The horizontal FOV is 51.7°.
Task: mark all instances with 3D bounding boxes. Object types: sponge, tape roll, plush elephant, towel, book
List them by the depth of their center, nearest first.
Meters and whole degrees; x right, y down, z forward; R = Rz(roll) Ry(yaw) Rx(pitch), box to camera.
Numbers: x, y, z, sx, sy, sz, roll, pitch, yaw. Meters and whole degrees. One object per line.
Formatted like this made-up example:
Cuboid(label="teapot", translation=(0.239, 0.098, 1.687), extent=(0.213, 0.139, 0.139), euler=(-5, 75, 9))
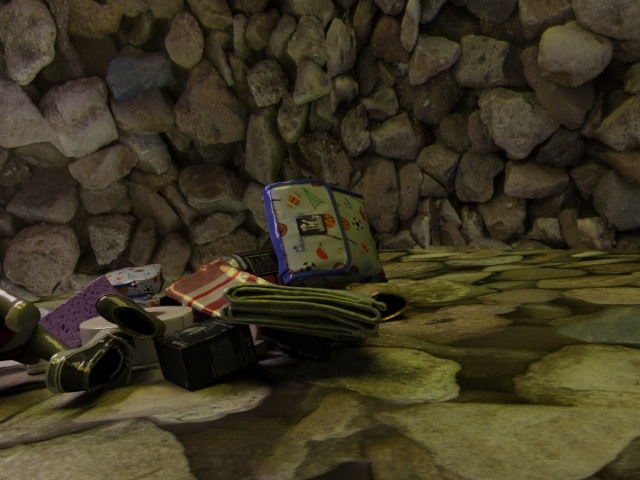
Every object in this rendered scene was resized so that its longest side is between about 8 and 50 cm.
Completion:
Cuboid(label="plush elephant", translation=(-0.740, 0.226, 1.400), extent=(0.329, 0.255, 0.272), euler=(29, -29, 19))
Cuboid(label="towel", translation=(-0.046, 0.138, 1.406), extent=(0.320, 0.090, 0.374), euler=(8, -5, -5))
Cuboid(label="book", translation=(-0.204, 0.256, 1.530), extent=(0.096, 0.035, 0.144), euler=(-15, 8, -42))
Cuboid(label="tape roll", translation=(-0.461, 0.240, 1.688), extent=(0.286, 0.100, 0.286), euler=(-6, 2, 0))
Cuboid(label="sponge", translation=(-0.647, 0.201, 1.814), extent=(0.210, 0.117, 0.031), euler=(-36, 3, -3))
Cuboid(label="towel", translation=(-0.229, 0.155, 1.828), extent=(0.328, 0.037, 0.237), euler=(21, 29, 22))

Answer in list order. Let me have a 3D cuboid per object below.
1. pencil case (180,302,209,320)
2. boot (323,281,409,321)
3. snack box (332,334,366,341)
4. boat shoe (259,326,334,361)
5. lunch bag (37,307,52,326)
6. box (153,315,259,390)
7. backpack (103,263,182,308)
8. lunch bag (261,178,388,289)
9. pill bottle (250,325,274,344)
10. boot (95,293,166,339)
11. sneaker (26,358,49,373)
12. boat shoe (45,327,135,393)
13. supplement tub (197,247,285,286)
Cuboid(label="pencil case", translation=(-0.451, 0.213, 2.183), extent=(0.104, 0.105, 0.236), euler=(-9, 3, -42))
Cuboid(label="boot", translation=(0.109, 0.177, 1.857), extent=(0.261, 0.095, 0.203), euler=(-3, 5, -2))
Cuboid(label="snack box", translation=(0.075, 0.217, 1.630), extent=(0.100, 0.037, 0.141), euler=(-6, 3, 20))
Cuboid(label="boat shoe", translation=(-0.061, 0.224, 1.471), extent=(0.081, 0.069, 0.227), euler=(10, -8, -41))
Cuboid(label="lunch bag", translation=(-0.888, 0.264, 1.957), extent=(0.243, 0.115, 0.303), euler=(-5, 2, -29))
Cuboid(label="box", translation=(-0.238, 0.229, 1.367), extent=(0.158, 0.093, 0.156), euler=(-19, 10, -32))
Cuboid(label="backpack", translation=(-0.559, 0.190, 1.950), extent=(0.263, 0.213, 0.276), euler=(-17, 7, -6))
Cuboid(label="lunch bag", translation=(0.000, 0.000, 2.040), extent=(0.238, 0.328, 0.385), euler=(-32, -28, 34))
Cuboid(label="pill bottle", translation=(-0.115, 0.199, 1.647), extent=(0.112, 0.112, 0.186), euler=(-3, 4, 45))
Cuboid(label="boot", translation=(-0.428, 0.167, 1.446), extent=(0.189, 0.076, 0.208), euler=(21, -4, 0))
Cuboid(label="sneaker", translation=(-0.710, 0.269, 1.666), extent=(0.080, 0.094, 0.212), euler=(-9, 4, -26))
Cuboid(label="boat shoe", translation=(-0.442, 0.249, 1.377), extent=(0.104, 0.113, 0.306), euler=(3, -2, 9))
Cuboid(label="supplement tub", translation=(-0.215, 0.135, 2.123), extent=(0.337, 0.207, 0.207), euler=(-8, 4, -38))
